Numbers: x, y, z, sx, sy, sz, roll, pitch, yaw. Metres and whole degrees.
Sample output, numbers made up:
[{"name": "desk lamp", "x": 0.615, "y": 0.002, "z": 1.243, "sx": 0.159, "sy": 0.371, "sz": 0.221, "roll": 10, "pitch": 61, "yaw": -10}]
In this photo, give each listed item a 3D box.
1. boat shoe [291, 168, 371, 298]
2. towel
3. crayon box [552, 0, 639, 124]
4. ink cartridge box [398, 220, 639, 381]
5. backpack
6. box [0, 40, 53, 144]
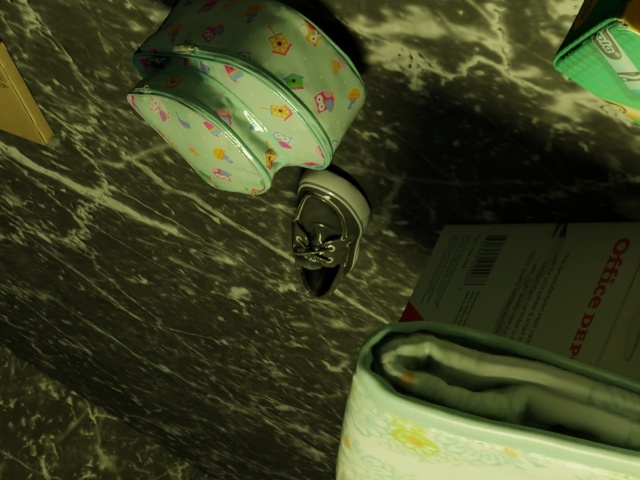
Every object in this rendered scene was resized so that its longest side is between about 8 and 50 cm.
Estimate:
[{"name": "boat shoe", "x": 0.000, "y": 0.000, "z": 1.622, "sx": 0.080, "sy": 0.076, "sz": 0.228, "roll": 25, "pitch": 159, "yaw": 7}, {"name": "towel", "x": 0.198, "y": 0.207, "z": 1.281, "sx": 0.375, "sy": 0.090, "sz": 0.320, "roll": 18, "pitch": 150, "yaw": 6}, {"name": "crayon box", "x": 0.294, "y": -0.106, "z": 0.894, "sx": 0.278, "sy": 0.165, "sz": 0.081, "roll": 32, "pitch": 159, "yaw": -11}, {"name": "ink cartridge box", "x": 0.205, "y": 0.091, "z": 1.416, "sx": 0.114, "sy": 0.197, "sz": 0.273, "roll": 40, "pitch": 156, "yaw": -31}, {"name": "backpack", "x": -0.061, "y": -0.128, "z": 1.315, "sx": 0.188, "sy": 0.144, "sz": 0.166, "roll": 0, "pitch": 140, "yaw": 46}, {"name": "box", "x": -0.409, "y": -0.192, "z": 1.752, "sx": 0.164, "sy": 0.021, "sz": 0.201, "roll": 21, "pitch": 158, "yaw": 17}]
